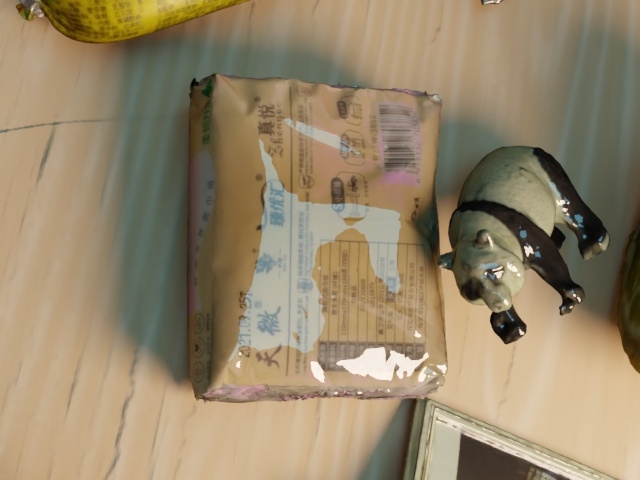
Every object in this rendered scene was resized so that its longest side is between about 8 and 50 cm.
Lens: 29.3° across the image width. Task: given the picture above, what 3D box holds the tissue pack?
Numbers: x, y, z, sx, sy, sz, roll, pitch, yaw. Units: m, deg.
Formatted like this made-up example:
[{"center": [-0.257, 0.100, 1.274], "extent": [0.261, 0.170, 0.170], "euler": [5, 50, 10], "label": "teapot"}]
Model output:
[{"center": [0.000, 0.000, 0.986], "extent": [0.215, 0.123, 0.256], "euler": [2, 76, -15], "label": "tissue pack"}]

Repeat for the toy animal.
[{"center": [0.159, -0.001, 0.997], "extent": [0.121, 0.094, 0.225], "euler": [48, 38, -9], "label": "toy animal"}]

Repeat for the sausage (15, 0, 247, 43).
[{"center": [-0.088, -0.254, 1.013], "extent": [0.347, 0.123, 0.123], "euler": [-23, 86, -19], "label": "sausage"}]

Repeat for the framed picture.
[{"center": [0.158, 0.279, 0.962], "extent": [0.231, 0.018, 0.293], "euler": [23, 48, -12], "label": "framed picture"}]

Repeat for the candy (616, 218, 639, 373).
[{"center": [0.342, 0.009, 1.017], "extent": [0.118, 0.260, 0.259], "euler": [20, 73, -5], "label": "candy"}]

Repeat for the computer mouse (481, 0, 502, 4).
[{"center": [0.166, -0.280, 1.136], "extent": [0.079, 0.047, 0.135], "euler": [26, 83, 3], "label": "computer mouse"}]
